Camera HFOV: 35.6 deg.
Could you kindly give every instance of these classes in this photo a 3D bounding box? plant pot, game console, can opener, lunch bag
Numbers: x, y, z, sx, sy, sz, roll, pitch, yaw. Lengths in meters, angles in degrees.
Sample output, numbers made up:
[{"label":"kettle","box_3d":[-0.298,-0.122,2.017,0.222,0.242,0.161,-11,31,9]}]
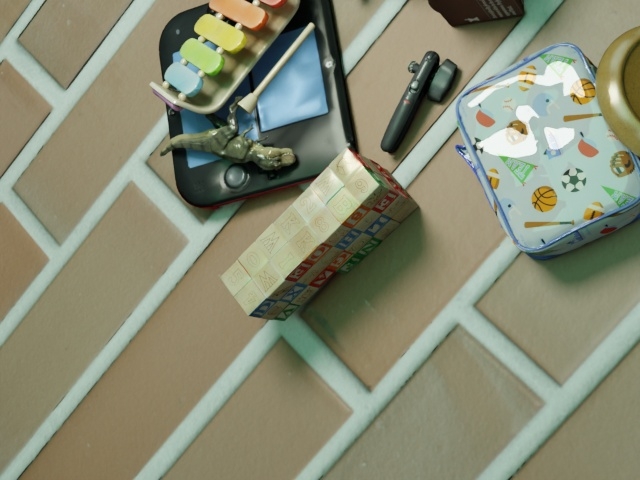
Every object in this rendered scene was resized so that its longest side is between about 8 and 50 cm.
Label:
[{"label":"plant pot","box_3d":[0.514,-0.215,1.429,0.236,0.032,0.236,1,71,-4]},{"label":"game console","box_3d":[-0.121,-0.267,1.787,0.342,0.060,0.386,-15,75,22]},{"label":"can opener","box_3d":[0.151,-0.228,1.651,0.073,0.059,0.186,35,96,25]},{"label":"lunch bag","box_3d":[0.344,-0.136,1.517,0.243,0.115,0.303,-28,71,21]}]

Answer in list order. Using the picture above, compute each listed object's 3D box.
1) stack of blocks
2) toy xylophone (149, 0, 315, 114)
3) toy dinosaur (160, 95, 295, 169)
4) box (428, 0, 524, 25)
[{"label":"stack of blocks","box_3d":[0.000,0.000,1.619,0.297,0.171,0.087,-45,66,13]},{"label":"toy xylophone","box_3d":[-0.140,-0.341,1.700,0.236,0.081,0.323,26,81,49]},{"label":"toy dinosaur","box_3d":[-0.167,-0.191,1.737,0.268,0.064,0.118,10,91,27]},{"label":"box","box_3d":[0.239,-0.561,1.597,0.143,0.191,0.381,-2,80,25]}]
